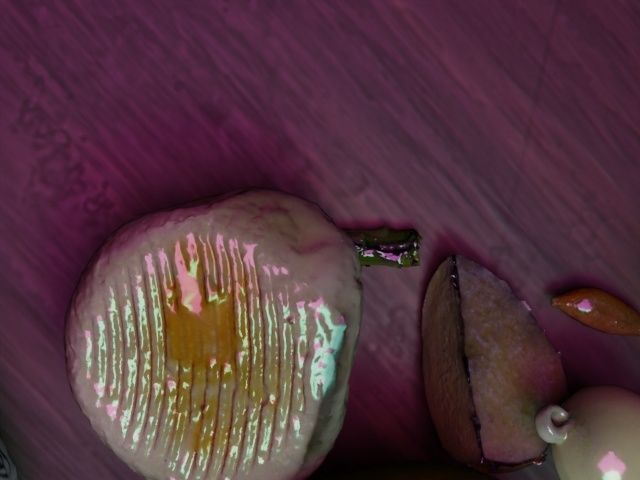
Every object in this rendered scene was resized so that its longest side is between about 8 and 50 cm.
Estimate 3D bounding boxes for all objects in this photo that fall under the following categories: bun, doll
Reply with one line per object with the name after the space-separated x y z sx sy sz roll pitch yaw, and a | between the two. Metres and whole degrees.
-0.066 0.077 1.059 0.244 0.153 0.244 4 105 15 | bun
0.277 0.195 1.114 0.296 0.117 0.141 27 58 -20 | doll

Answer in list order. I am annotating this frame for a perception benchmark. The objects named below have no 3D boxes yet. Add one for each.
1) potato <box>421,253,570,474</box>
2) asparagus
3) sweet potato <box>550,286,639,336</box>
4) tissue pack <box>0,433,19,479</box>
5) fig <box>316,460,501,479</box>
0.131 0.106 1.137 0.101 0.089 0.172 -1 70 -28 | potato
0.000 0.000 1.120 0.165 0.030 0.036 7 107 -8 | asparagus
0.232 0.058 1.154 0.095 0.034 0.034 19 96 -19 | sweet potato
-0.395 0.192 1.061 0.332 0.123 0.245 -13 105 -1 | tissue pack
0.068 0.321 1.020 0.316 0.316 0.316 -1 98 -6 | fig
